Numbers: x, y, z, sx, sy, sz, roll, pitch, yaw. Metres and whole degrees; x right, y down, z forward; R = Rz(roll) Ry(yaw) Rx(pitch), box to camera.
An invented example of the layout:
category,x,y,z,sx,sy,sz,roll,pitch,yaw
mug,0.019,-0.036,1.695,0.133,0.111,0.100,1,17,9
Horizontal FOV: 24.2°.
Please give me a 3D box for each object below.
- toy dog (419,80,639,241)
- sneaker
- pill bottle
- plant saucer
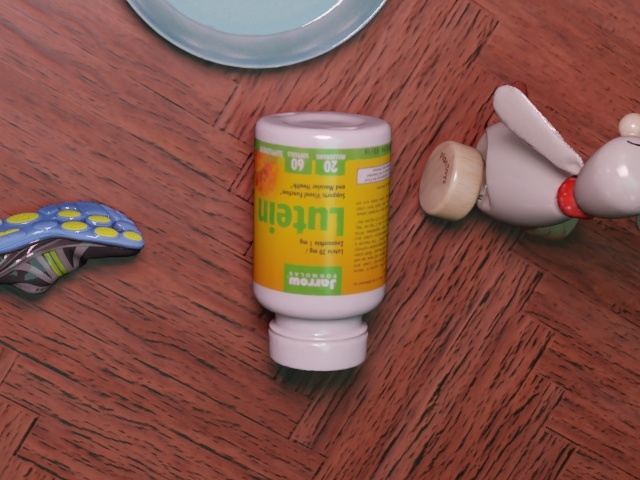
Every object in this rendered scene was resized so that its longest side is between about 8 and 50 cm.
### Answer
category,x,y,z,sx,sy,sz,roll,pitch,yaw
toy dog,0.239,-0.092,1.467,0.220,0.334,0.160,13,83,-40
sneaker,-0.270,0.011,1.486,0.188,0.067,0.078,-10,126,-12
pill bottle,0.000,0.000,1.499,0.136,0.136,0.245,-2,104,-13
plant saucer,-0.063,-0.328,1.456,0.318,0.044,0.317,-3,104,-13
